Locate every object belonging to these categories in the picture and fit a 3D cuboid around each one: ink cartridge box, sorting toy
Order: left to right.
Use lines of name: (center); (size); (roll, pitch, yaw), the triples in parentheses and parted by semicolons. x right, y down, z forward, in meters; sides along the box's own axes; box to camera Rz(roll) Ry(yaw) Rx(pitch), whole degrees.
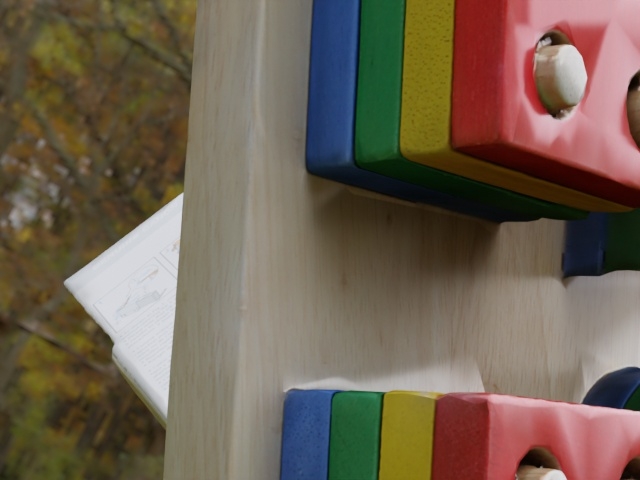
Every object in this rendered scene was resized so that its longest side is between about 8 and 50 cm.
ink cartridge box: (0.000, 0.000, 0.917); (0.060, 0.275, 0.239); (57, -10, -26)
sorting toy: (0.081, 0.010, 0.458); (0.089, 0.257, 0.255); (-5, -12, 40)
